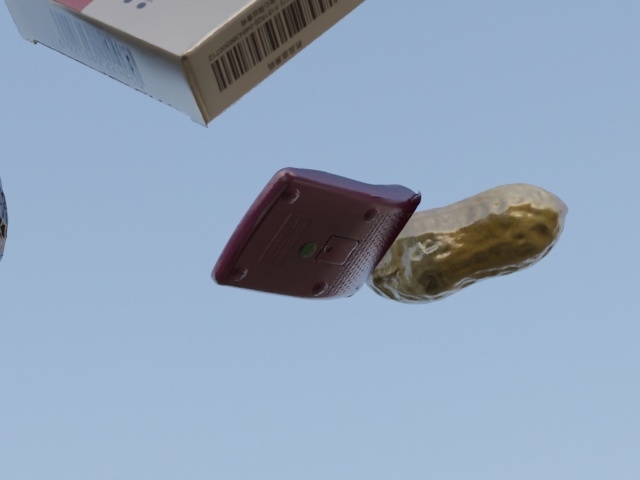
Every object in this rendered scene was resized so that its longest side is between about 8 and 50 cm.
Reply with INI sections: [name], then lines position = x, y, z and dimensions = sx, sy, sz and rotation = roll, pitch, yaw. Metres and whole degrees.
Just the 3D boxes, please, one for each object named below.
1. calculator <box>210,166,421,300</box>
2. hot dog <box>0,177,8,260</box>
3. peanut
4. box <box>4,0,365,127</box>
[calculator]
position = 0.000, 0.000, 1.336
dimensions = 0.190, 0.034, 0.126
rotation = 7, -55, -50
[hot dog]
position = -0.334, -0.038, 0.928
dimensions = 0.174, 0.267, 0.387
rotation = 13, -8, 17
[peanut]
position = 0.132, 0.006, 1.471
dimensions = 0.214, 0.099, 0.099
rotation = -16, -52, 16
[box]
position = -0.024, -0.229, 1.069
dimensions = 0.353, 0.214, 0.069
rotation = -39, -46, -24
